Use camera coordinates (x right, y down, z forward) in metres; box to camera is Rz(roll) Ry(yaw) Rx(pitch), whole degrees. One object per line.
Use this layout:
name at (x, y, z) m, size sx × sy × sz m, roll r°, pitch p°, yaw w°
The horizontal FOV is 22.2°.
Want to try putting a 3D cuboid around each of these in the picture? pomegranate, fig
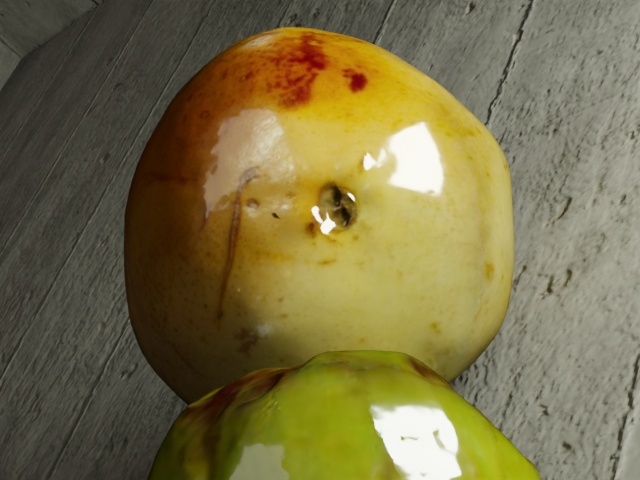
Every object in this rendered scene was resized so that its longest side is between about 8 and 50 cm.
pomegranate at (0.000, 0.000, 1.178) m, size 0.319 × 0.319 × 0.319 m, roll -38°, pitch 24°, yaw 20°
fig at (0.014, 0.199, 0.900) m, size 0.239 × 0.239 × 0.271 m, roll -24°, pitch 58°, yaw 43°
